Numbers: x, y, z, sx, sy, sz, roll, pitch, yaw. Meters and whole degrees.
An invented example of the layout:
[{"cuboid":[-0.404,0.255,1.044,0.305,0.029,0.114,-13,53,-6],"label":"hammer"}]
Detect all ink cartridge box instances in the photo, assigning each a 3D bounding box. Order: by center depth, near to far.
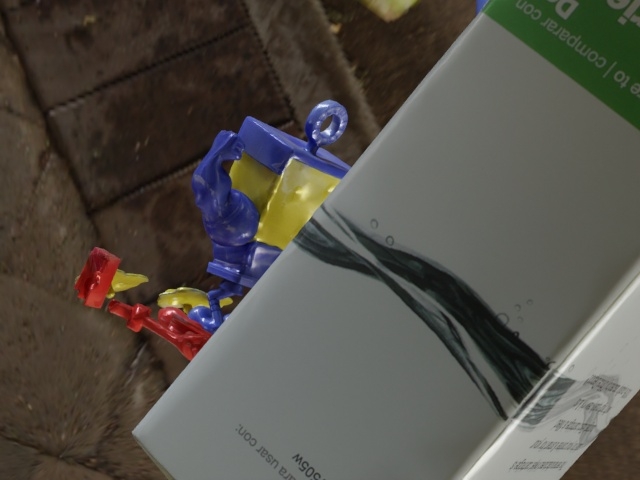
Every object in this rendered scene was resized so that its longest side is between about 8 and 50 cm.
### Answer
[{"cuboid":[0.060,0.016,0.433,0.087,0.153,0.208,42,95,21],"label":"ink cartridge box"}]

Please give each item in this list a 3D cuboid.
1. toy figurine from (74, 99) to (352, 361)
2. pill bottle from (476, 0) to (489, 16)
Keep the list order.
[{"cuboid":[0.000,0.000,1.123,0.362,0.191,0.217,19,96,-48],"label":"toy figurine"},{"cuboid":[0.194,-0.215,1.042,0.152,0.152,0.272,8,66,-9],"label":"pill bottle"}]
